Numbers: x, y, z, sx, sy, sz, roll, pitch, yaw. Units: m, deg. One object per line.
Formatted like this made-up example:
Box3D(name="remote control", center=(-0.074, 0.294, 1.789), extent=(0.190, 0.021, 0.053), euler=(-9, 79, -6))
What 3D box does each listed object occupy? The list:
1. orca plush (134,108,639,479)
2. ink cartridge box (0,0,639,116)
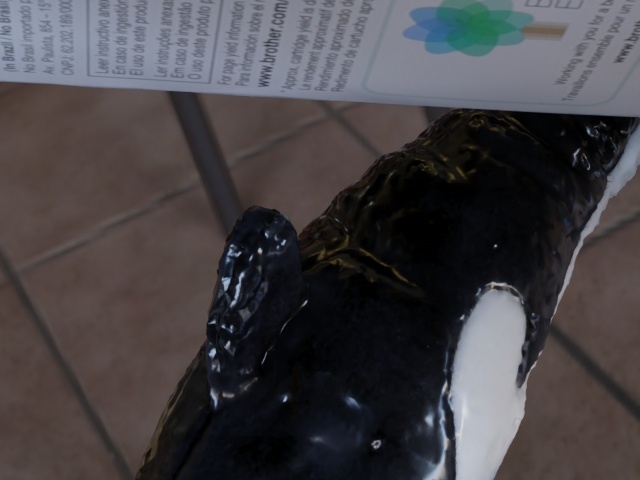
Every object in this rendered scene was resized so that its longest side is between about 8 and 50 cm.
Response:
Box3D(name="orca plush", center=(0.020, 0.024, 0.494), extent=(0.287, 0.102, 0.151), euler=(-43, 45, -2))
Box3D(name="ink cartridge box", center=(-0.073, -0.149, 0.360), extent=(0.396, 0.270, 0.151), euler=(1, 71, -7))
